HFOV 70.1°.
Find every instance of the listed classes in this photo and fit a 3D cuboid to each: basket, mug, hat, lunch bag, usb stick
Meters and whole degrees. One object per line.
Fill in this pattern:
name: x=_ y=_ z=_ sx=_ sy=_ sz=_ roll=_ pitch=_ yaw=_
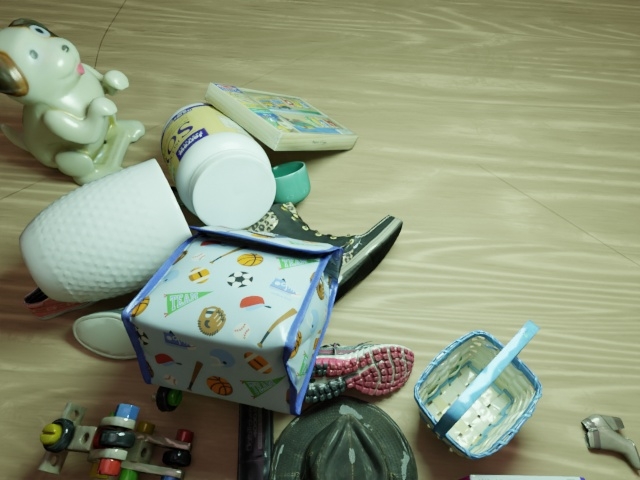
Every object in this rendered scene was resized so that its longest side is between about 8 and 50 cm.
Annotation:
basket: x=0.309 y=0.299 z=0.905 sx=0.255 sy=0.289 sz=0.201 roll=-35 pitch=64 yaw=-22
mug: x=-0.098 y=-0.158 z=1.296 sx=0.129 sy=0.097 sz=0.158 roll=-23 pitch=26 yaw=-14
mug: x=-0.504 y=-0.016 z=1.106 sx=0.328 sy=0.276 sz=0.374 roll=-25 pitch=23 yaw=-16
hat: x=0.048 y=0.433 z=0.878 sx=0.331 sy=0.134 sz=0.331 roll=1 pitch=45 yaw=-1
lunch bag: x=-0.144 y=0.108 z=0.936 sx=0.328 sy=0.239 sz=0.385 roll=10 pitch=35 yaw=12
usb stick: x=-0.138 y=0.406 z=0.974 sx=0.077 sy=0.045 sz=0.278 roll=-7 pitch=58 yaw=3

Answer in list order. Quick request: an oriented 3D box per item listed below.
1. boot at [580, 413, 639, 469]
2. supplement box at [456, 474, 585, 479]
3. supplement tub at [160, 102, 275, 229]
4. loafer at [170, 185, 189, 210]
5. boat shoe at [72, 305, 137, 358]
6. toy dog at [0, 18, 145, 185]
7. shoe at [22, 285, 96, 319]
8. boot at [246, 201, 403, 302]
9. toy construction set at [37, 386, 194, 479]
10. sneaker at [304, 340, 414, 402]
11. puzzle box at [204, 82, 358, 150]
boot: x=0.618 y=0.434 z=0.978 sx=0.087 sy=0.042 sz=0.118 roll=-10 pitch=57 yaw=0
supplement box: x=0.388 y=0.517 z=0.874 sx=0.220 sy=0.111 sz=0.114 roll=1 pitch=57 yaw=-1
supplement tub: x=-0.270 y=-0.196 z=1.190 sx=0.241 sy=0.241 sz=0.331 roll=-23 pitch=42 yaw=-15
loafer: x=-0.376 y=-0.118 z=1.297 sx=0.148 sy=0.050 sz=0.056 roll=10 pitch=58 yaw=5
boat shoe: x=-0.416 y=0.206 z=1.083 sx=0.319 sy=0.116 sz=0.099 roll=-2 pitch=17 yaw=4
toy dog: x=-0.717 y=-0.391 z=1.253 sx=0.395 sy=0.408 sz=0.284 roll=12 pitch=58 yaw=6
shoe: x=-0.621 y=0.132 z=1.115 sx=0.178 sy=0.081 sz=0.063 roll=-23 pitch=61 yaw=-15
boot: x=0.000 y=0.000 z=1.183 sx=0.377 sy=0.138 sz=0.284 roll=-41 pitch=67 yaw=-14
toy construction set: x=-0.404 y=0.438 z=0.882 sx=0.237 sy=0.257 sz=0.308 roll=-6 pitch=80 yaw=16
sneaker: x=0.069 y=0.274 z=1.027 sx=0.299 sy=0.121 sz=0.112 roll=-1 pitch=15 yaw=-13
puzzle box: x=-0.094 y=-0.350 z=1.316 sx=0.272 sy=0.052 sz=0.409 roll=38 pitch=27 yaw=20
